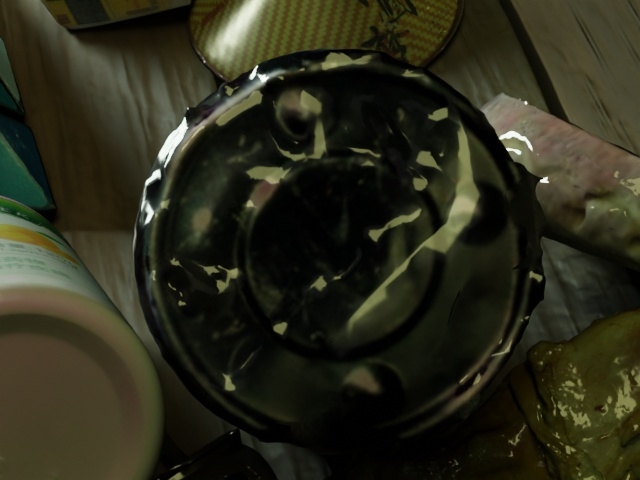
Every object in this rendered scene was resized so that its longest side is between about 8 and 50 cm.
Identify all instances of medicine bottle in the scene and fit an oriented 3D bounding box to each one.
[{"bbox_3d":[-0.169,0.052,0.781,0.133,0.133,0.274,-23,19,-13],"label":"medicine bottle"}]

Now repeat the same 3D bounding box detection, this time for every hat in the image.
[{"bbox_3d":[0.000,-0.185,1.062,0.193,0.082,0.193,-3,49,3],"label":"hat"}]

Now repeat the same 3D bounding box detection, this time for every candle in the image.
[{"bbox_3d":[0.000,0.000,0.827,0.187,0.330,0.187,0,91,-3],"label":"candle"}]

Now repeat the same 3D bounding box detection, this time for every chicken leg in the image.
[{"bbox_3d":[0.112,0.106,0.794,0.228,0.088,0.103,-23,68,-13],"label":"chicken leg"}]

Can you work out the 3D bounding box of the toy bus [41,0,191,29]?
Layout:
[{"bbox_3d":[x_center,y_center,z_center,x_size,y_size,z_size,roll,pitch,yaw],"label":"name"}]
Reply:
[{"bbox_3d":[-0.138,-0.303,1.169,0.138,0.097,0.342,-13,48,13],"label":"toy bus"}]

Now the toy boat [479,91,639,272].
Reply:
[{"bbox_3d":[0.166,-0.004,0.857,0.227,0.155,0.085,31,100,33],"label":"toy boat"}]

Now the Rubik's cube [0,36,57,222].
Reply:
[{"bbox_3d":[-0.342,-0.115,1.050,0.234,0.284,0.250,-31,23,8],"label":"Rubik's cube"}]

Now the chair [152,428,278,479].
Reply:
[{"bbox_3d":[-0.089,0.136,0.780,0.106,0.113,0.229,-31,56,-21],"label":"chair"}]
